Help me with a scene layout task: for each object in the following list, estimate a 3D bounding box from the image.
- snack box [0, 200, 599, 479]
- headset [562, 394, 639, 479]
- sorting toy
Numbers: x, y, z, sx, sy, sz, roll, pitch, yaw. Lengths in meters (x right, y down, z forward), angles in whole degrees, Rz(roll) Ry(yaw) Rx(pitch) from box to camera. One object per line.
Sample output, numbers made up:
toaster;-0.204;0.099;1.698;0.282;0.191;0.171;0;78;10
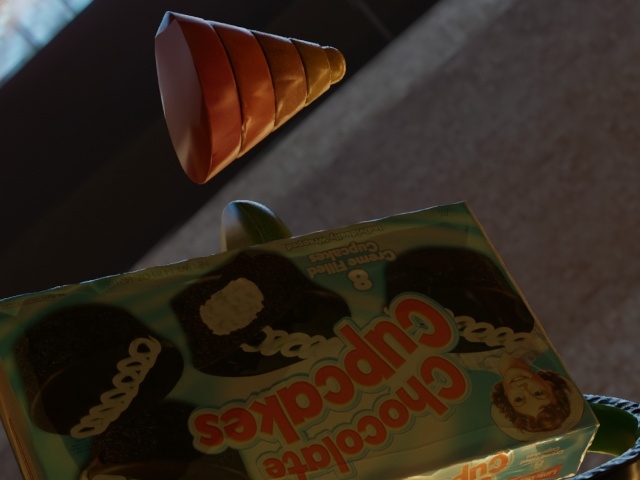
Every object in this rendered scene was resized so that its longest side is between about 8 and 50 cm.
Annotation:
snack box;-0.020;0.089;1.139;0.322;0.060;0.187;-13;-127;-22
headset;0.070;0.168;1.517;0.394;0.185;0.243;-11;-169;10
sorting toy;0.000;0.000;1.311;0.126;0.366;0.127;-15;163;-18
